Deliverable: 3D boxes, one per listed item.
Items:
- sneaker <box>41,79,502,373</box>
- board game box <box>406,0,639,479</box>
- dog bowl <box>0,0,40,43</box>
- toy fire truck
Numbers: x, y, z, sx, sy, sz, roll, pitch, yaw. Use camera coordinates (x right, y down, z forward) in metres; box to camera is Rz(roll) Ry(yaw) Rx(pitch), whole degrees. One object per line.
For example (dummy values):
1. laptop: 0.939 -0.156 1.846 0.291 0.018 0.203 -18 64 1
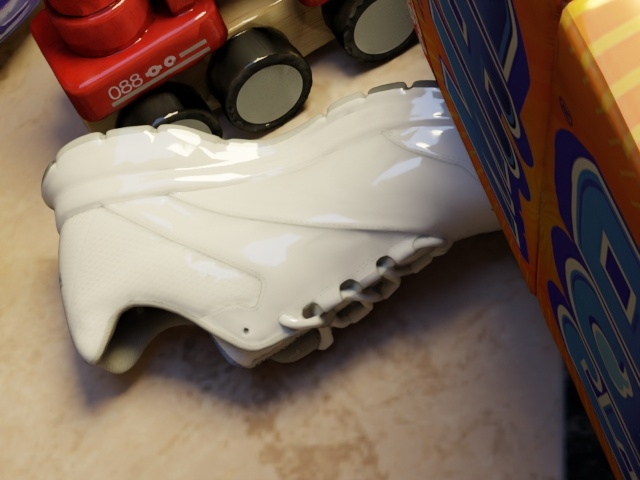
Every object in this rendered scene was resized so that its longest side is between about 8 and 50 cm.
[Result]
1. sneaker: 0.000 0.000 0.733 0.297 0.111 0.129 -10 70 16
2. board game box: 0.237 -0.079 0.469 0.356 0.356 0.356 -22 75 2
3. dog bowl: -0.306 -0.200 0.932 0.265 0.104 0.265 -12 46 12
4. toy fire truck: -0.081 -0.191 0.782 0.217 0.246 0.158 -31 53 -4
